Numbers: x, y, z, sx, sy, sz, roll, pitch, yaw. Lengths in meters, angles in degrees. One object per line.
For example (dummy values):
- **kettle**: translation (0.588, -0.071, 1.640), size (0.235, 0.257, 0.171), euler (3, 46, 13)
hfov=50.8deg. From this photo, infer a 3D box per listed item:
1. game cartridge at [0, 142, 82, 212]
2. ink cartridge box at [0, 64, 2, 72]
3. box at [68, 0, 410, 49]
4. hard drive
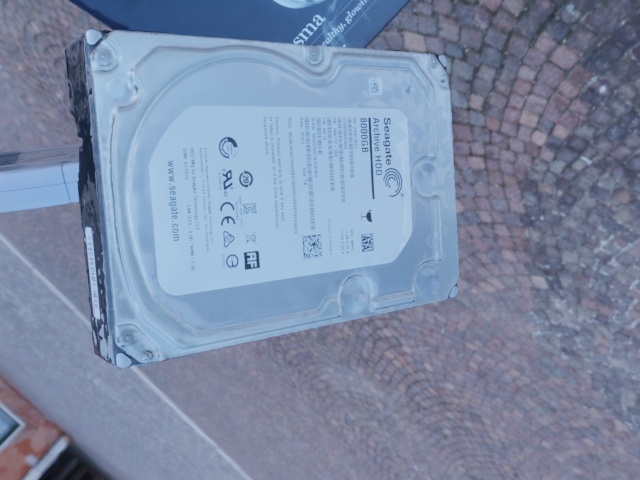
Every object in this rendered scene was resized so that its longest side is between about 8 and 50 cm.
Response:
- **game cartridge**: translation (-0.385, -0.083, 0.878), size (0.297, 0.198, 0.062), euler (-6, 112, 3)
- **ink cartridge box**: translation (-0.837, -0.341, 1.371), size (0.278, 0.201, 0.117), euler (32, 151, -16)
- **box**: translation (-0.099, -0.478, 0.893), size (0.471, 0.480, 0.297), euler (31, -154, -35)
- **hard drive**: translation (-0.024, -0.043, 0.565), size (0.064, 0.338, 0.237), euler (4, 98, 54)
